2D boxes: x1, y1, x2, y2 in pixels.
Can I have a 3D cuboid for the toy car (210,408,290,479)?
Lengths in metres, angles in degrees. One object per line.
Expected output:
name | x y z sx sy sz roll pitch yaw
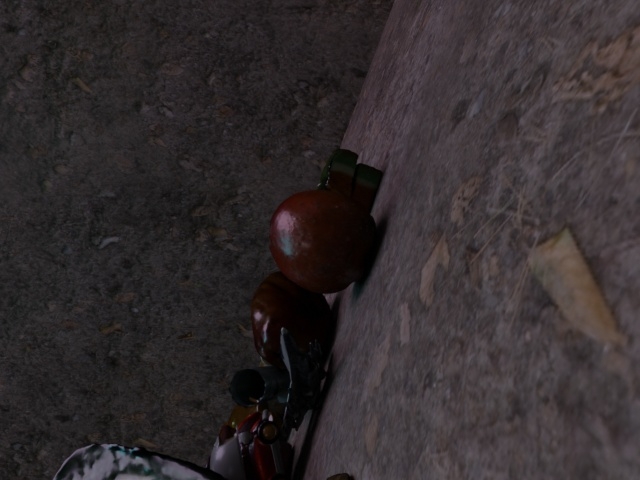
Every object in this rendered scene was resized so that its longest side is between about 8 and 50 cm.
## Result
toy car | -0.107 0.332 0.888 0.112 0.112 0.139 105 151 -68

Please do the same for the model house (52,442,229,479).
model house | -0.217 0.454 0.829 0.284 0.298 0.243 60 -140 -45

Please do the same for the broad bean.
broad bean | -0.056 0.143 1.095 0.228 0.156 0.122 -92 26 -64

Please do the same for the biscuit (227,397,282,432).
biscuit | -0.143 0.405 1.211 0.236 0.039 0.180 -27 57 58

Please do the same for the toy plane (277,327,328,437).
toy plane | -0.026 0.208 0.909 0.234 0.082 0.160 97 -164 -50

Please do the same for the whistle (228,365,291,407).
whistle | -0.086 0.253 1.064 0.312 0.062 0.062 48 -119 -76

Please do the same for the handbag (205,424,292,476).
handbag | -0.143 0.432 1.004 0.146 0.135 0.225 -92 23 -69

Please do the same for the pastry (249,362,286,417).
pastry | -0.108 0.333 1.340 0.166 0.088 0.166 -160 90 -82

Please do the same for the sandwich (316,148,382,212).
sandwich | 0.036 -0.051 1.213 0.212 0.109 0.292 -87 13 -53

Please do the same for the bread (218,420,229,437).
bread | -0.270 0.683 1.649 0.380 0.109 0.185 -77 9 -47

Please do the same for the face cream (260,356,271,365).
face cream | -0.069 0.194 1.340 0.173 0.081 0.348 -43 1 -9

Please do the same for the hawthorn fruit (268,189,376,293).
hawthorn fruit | 0.000 0.000 0.961 0.173 0.173 0.173 -160 90 -86

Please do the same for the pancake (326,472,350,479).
pancake | -0.007 0.318 0.574 0.199 0.021 0.199 -159 90 -86
